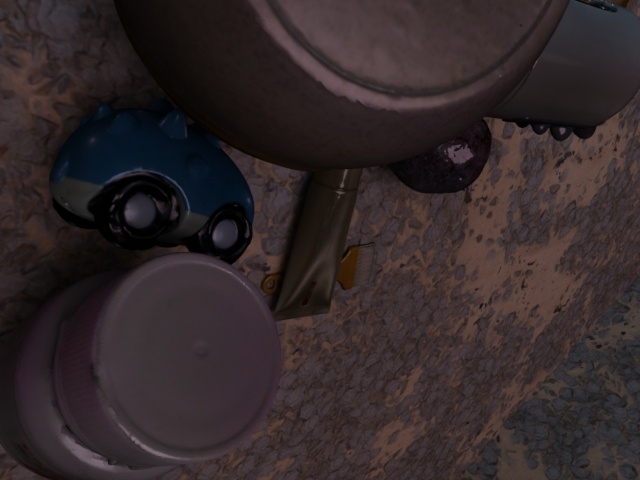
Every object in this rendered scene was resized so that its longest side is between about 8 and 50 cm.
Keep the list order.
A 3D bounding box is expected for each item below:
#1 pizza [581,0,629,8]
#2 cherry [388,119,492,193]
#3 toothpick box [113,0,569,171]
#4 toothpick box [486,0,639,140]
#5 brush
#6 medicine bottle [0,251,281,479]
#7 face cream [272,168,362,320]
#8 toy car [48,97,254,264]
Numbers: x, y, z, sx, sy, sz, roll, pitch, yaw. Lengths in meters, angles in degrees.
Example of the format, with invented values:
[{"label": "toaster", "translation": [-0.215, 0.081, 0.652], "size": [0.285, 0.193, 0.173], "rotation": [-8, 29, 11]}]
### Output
[{"label": "pizza", "translation": [0.430, -0.409, 0.926], "size": [0.440, 0.130, 0.406], "rotation": [-25, 132, 0]}, {"label": "cherry", "translation": [0.207, -0.173, 0.863], "size": [0.195, 0.195, 0.195], "rotation": [-18, 123, -29]}, {"label": "toothpick box", "translation": [0.002, -0.277, 0.487], "size": [0.409, 0.425, 0.408], "rotation": [-6, 109, -19]}, {"label": "toothpick box", "translation": [0.387, -0.286, 0.783], "size": [0.317, 0.229, 0.228], "rotation": [2, 113, -22]}, {"label": "brush", "translation": [0.003, 0.068, 0.955], "size": [0.272, 0.013, 0.103], "rotation": [-8, 118, -33]}, {"label": "medicine bottle", "translation": [-0.226, 0.159, 0.574], "size": [0.256, 0.325, 0.255], "rotation": [22, 57, -39]}, {"label": "face cream", "translation": [0.000, 0.000, 0.872], "size": [0.137, 0.084, 0.341], "rotation": [-3, 118, -36]}, {"label": "toy car", "translation": [-0.200, -0.079, 0.605], "size": [0.255, 0.189, 0.190], "rotation": [20, 84, -46]}]
